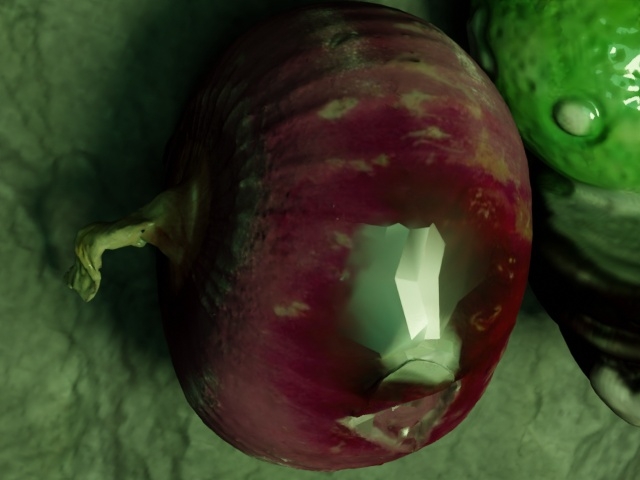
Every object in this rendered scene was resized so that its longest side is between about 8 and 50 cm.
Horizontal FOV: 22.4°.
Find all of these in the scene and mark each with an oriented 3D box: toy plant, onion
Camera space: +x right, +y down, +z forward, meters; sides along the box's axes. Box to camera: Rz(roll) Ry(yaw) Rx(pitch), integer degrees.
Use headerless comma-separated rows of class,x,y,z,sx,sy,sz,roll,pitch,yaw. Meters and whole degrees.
toy plant,0.172,-0.033,0.767,0.175,0.218,0.235,-38,134,-34
onion,0.012,0.003,0.725,0.201,0.200,0.207,37,88,-27
